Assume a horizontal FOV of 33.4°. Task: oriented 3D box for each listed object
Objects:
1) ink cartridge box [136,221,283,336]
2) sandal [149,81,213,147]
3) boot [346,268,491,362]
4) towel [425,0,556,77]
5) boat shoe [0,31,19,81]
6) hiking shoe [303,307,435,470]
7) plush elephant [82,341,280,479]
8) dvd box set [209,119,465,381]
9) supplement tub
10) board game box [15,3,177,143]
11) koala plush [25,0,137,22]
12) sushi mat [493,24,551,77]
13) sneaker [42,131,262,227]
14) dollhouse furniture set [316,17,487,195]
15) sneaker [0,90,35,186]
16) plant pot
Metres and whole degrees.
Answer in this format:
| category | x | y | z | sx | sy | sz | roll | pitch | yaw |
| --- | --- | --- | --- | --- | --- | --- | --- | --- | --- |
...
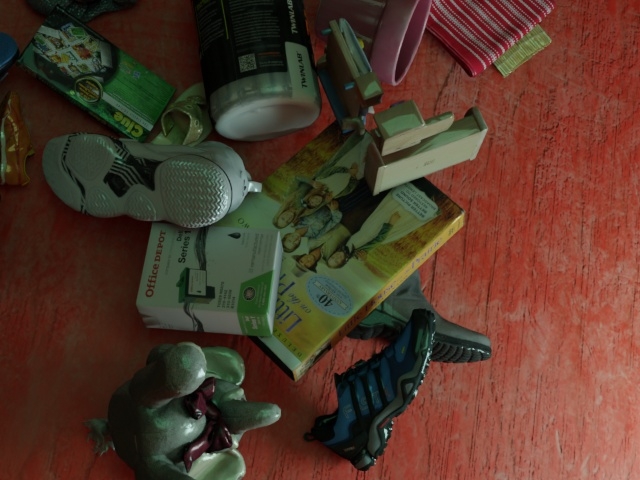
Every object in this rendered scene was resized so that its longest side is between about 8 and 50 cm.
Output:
| category | x | y | z | sx | sy | sz | roll | pitch | yaw |
| --- | --- | --- | --- | --- | --- | --- | --- | --- | --- |
| ink cartridge box | -0.180 | 0.063 | 1.756 | 0.219 | 0.093 | 0.160 | 3 | 62 | 5 |
| sandal | -0.251 | -0.204 | 1.922 | 0.088 | 0.079 | 0.240 | 36 | 68 | -1 |
| boot | 0.165 | 0.082 | 1.915 | 0.338 | 0.118 | 0.223 | 18 | 67 | -9 |
| towel | 0.329 | -0.473 | 2.160 | 0.275 | 0.031 | 0.199 | -42 | 86 | -22 |
| boat shoe | -0.639 | -0.272 | 1.847 | 0.258 | 0.089 | 0.109 | -32 | 69 | -16 |
| hiking shoe | 0.090 | 0.239 | 1.790 | 0.132 | 0.113 | 0.304 | 26 | 100 | 0 |
| plush elephant | -0.191 | 0.290 | 1.700 | 0.255 | 0.330 | 0.272 | -5 | 87 | -39 |
| dvd box set | 0.000 | 0.000 | 1.866 | 0.420 | 0.062 | 0.307 | -41 | 68 | -16 |
| supplement tub | -0.122 | -0.368 | 1.939 | 0.207 | 0.207 | 0.338 | -6 | 75 | -16 |
| board game box | -0.398 | -0.292 | 1.908 | 0.259 | 0.030 | 0.136 | 35 | 65 | -17 |
| koala plush | -0.437 | -0.509 | 1.898 | 0.203 | 0.221 | 0.196 | -33 | 83 | -21 |
| sushi mat | 0.329 | -0.492 | 2.192 | 0.151 | 0.019 | 0.316 | -35 | 83 | -20 |
| sneaker | -0.283 | -0.108 | 1.832 | 0.365 | 0.210 | 0.137 | 12 | 102 | 21 |
| dollhouse furniture set | 0.129 | -0.278 | 1.809 | 0.198 | 0.286 | 0.303 | -21 | 74 | -8 |
| sneaker | -0.534 | -0.176 | 1.862 | 0.067 | 0.064 | 0.175 | 6 | 75 | -33 |
| plant pot | 0.095 | -0.419 | 2.028 | 0.180 | 0.201 | 0.201 | 22 | 68 | 10 |
